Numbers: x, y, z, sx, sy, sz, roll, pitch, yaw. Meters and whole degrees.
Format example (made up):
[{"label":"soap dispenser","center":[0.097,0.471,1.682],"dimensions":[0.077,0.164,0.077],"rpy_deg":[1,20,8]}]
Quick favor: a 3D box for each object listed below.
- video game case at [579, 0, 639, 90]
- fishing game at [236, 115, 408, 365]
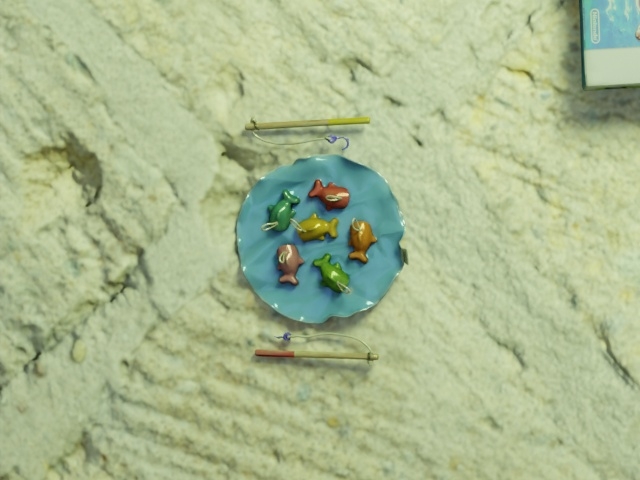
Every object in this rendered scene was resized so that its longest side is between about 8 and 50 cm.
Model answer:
[{"label":"video game case","center":[0.384,-0.292,1.540],"dimensions":[0.244,0.061,0.270],"rpy_deg":[-3,92,6]},{"label":"fishing game","center":[0.000,0.000,1.614],"dimensions":[0.189,0.041,0.264],"rpy_deg":[2,93,10]}]
